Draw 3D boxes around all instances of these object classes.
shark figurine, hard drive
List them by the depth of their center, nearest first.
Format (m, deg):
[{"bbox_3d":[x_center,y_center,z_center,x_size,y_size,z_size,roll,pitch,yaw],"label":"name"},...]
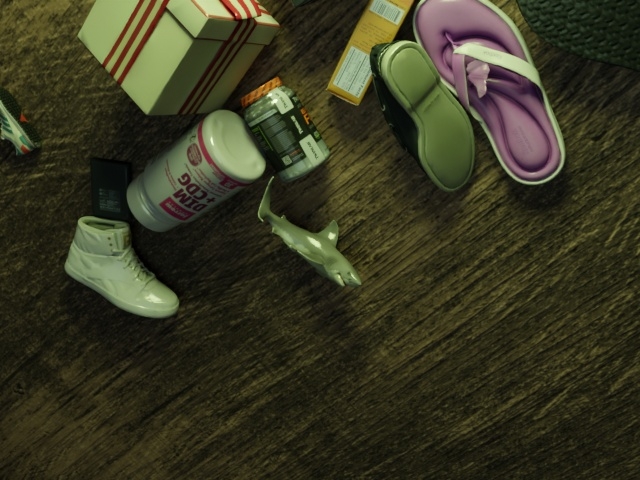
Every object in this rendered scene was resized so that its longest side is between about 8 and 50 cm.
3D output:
[{"bbox_3d":[-0.021,-0.014,1.532,0.278,0.166,0.116,40,81,-7],"label":"shark figurine"},{"bbox_3d":[-0.474,-0.117,1.647,0.094,0.022,0.135,9,114,11],"label":"hard drive"}]

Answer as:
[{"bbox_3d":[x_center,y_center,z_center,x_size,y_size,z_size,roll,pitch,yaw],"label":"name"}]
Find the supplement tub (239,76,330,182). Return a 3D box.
[{"bbox_3d":[-0.074,-0.221,1.448,0.117,0.117,0.190,-26,104,23],"label":"supplement tub"}]

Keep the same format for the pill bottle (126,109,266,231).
[{"bbox_3d":[-0.262,-0.134,1.498,0.283,0.160,0.160,-29,102,34],"label":"pill bottle"}]

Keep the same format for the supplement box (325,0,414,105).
[{"bbox_3d":[0.096,-0.375,1.363,0.080,0.078,0.233,30,117,-2],"label":"supplement box"}]

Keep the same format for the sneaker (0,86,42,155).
[{"bbox_3d":[-0.701,-0.263,1.627,0.075,0.057,0.161,-27,105,17],"label":"sneaker"}]

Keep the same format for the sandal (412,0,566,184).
[{"bbox_3d":[0.323,-0.281,1.327,0.169,0.102,0.416,-35,100,24],"label":"sandal"}]

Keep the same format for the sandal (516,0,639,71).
[{"bbox_3d":[0.518,-0.378,1.250,0.446,0.107,0.167,24,115,-10],"label":"sandal"}]

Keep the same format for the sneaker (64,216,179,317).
[{"bbox_3d":[-0.445,0.053,1.663,0.293,0.108,0.169,25,119,5],"label":"sneaker"}]

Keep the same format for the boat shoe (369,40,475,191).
[{"bbox_3d":[0.184,-0.234,1.369,0.127,0.113,0.340,-46,128,-5],"label":"boat shoe"}]

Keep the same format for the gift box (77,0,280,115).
[{"bbox_3d":[-0.249,-0.409,1.351,0.255,0.276,0.258,46,120,8],"label":"gift box"}]

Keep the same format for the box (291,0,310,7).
[{"bbox_3d":[-0.013,-0.563,1.279,0.164,0.142,0.247,-19,104,22],"label":"box"}]
